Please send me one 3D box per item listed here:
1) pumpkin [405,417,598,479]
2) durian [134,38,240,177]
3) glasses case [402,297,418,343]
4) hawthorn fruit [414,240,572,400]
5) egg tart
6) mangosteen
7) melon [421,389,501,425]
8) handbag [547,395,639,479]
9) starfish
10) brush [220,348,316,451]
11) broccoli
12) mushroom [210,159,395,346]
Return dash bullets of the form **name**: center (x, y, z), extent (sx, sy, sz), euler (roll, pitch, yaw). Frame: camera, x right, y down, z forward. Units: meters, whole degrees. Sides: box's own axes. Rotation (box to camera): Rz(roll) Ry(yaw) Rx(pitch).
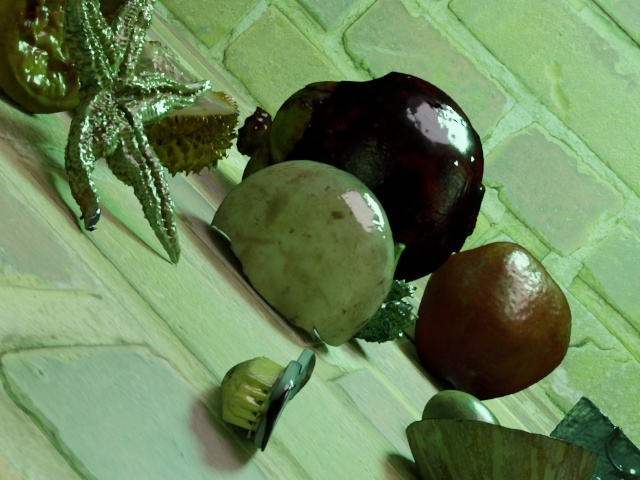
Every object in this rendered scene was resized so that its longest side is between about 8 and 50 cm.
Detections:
- **pumpkin**: center (0.198, 0.270, 1.204), extent (0.217, 0.217, 0.110), euler (38, 51, -45)
- **durian**: center (-0.222, -0.168, 1.383), extent (0.250, 0.183, 0.138), euler (44, -31, 24)
- **glasses case**: center (0.158, 0.136, 2.155), extent (0.196, 0.050, 0.083), euler (47, 9, 20)
- **hawthorn fruit**: center (0.309, 0.151, 2.005), extent (0.311, 0.295, 0.295), euler (-19, 55, -39)
- **egg tart**: center (-0.310, -0.250, 1.169), extent (0.147, 0.202, 0.202), euler (30, -1, 29)
- **mangosteen**: center (0.069, -0.092, 1.838), extent (0.381, 0.421, 0.380), euler (-6, 90, -71)
- **melon**: center (0.181, 0.249, 1.384), extent (0.098, 0.098, 0.130), euler (38, 6, -47)
- **handbag**: center (0.518, 0.430, 1.984), extent (0.270, 0.175, 0.089), euler (51, 7, 32)
- **starfish**: center (-0.195, -0.142, 1.119), extent (0.358, 0.078, 0.347), euler (0, 81, -75)
- **brush**: center (-0.048, 0.125, 0.955), extent (0.060, 0.068, 0.297), euler (23, 1, 4)
- **broccoli**: center (0.078, 0.072, 1.601), extent (0.155, 0.160, 0.167), euler (18, 13, 11)
- **mushroom**: center (0.000, 0.000, 1.421), extent (0.253, 0.189, 0.195), euler (50, 10, 15)
